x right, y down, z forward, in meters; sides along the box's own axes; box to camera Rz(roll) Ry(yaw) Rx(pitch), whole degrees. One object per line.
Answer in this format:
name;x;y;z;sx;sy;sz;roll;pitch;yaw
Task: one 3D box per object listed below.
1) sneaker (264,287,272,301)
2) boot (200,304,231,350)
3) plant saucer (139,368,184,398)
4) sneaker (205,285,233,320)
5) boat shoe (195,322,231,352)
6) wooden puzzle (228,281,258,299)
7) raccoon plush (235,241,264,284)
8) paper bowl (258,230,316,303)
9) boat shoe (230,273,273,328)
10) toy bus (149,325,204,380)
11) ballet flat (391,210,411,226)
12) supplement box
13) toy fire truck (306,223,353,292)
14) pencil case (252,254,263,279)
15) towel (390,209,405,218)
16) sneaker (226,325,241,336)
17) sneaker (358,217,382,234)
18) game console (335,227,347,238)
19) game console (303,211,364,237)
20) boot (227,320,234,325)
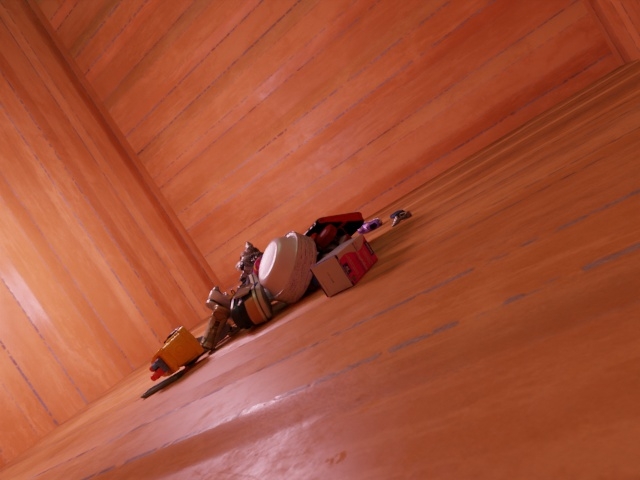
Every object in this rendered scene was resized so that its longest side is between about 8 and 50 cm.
sneaker;-0.231;0.248;2.055;0.237;0.085;0.086;-31;25;48
boot;-0.437;0.364;1.708;0.213;0.077;0.165;126;165;-58
plant saucer;-0.613;0.560;1.609;0.192;0.018;0.067;-33;3;14
sneaker;-0.397;0.294;1.831;0.090;0.235;0.094;-12;48;35
boat shoe;-0.497;0.443;1.841;0.229;0.080;0.076;-35;-13;-10
wooden puzzle;-0.297;0.197;1.599;0.116;0.014;0.078;-21;20;21
raccoon plush;-0.253;0.134;2.258;0.447;0.216;0.299;0;32;0
paper bowl;-0.144;0.099;1.635;0.284;0.148;0.284;-48;31;42
boat shoe;-0.304;0.261;1.769;0.156;0.186;0.500;-27;7;-6
toy bus;-0.601;0.475;1.655;0.211;0.149;0.220;-44;3;-41
ballet flat;0.385;-0.108;1.995;0.114;0.041;0.041;-32;3;23
supplement box;0.082;0.077;1.353;0.114;0.111;0.220;-30;4;34
toy fire truck;0.015;0.094;1.651;0.302;0.169;0.253;-29;28;57
pencil case;-0.272;0.151;1.978;0.104;0.104;0.236;-34;-11;-26
towel;0.423;-0.141;2.271;0.067;0.029;0.119;-32;3;-2
sneaker;-0.376;0.387;1.811;0.032;0.036;0.083;-33;0;37
sneaker;0.282;-0.080;2.423;0.170;0.068;0.071;-30;9;37
game console;0.086;0.030;1.809;0.085;0.144;0.124;-34;3;-14
game console;0.000;0.000;1.946;0.342;0.060;0.386;-6;-30;-45
boot;-0.413;0.361;2.047;0.262;0.095;0.203;-36;4;-30
